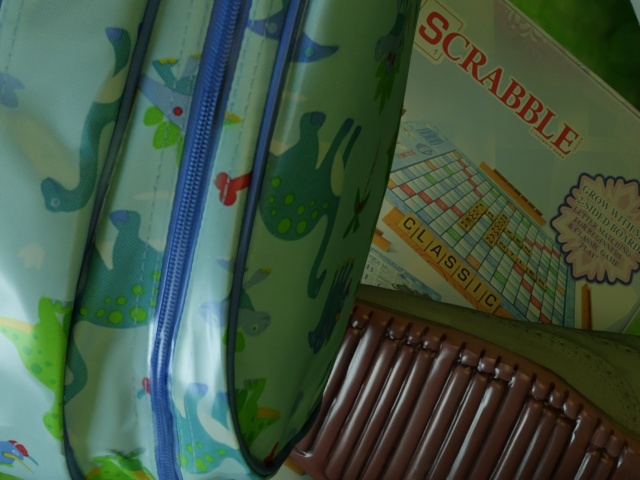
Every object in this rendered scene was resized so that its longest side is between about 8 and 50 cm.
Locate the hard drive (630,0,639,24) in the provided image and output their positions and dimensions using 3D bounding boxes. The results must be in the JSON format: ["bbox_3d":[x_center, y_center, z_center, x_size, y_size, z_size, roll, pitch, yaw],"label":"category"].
[{"bbox_3d":[0.279,-0.074,0.871,0.210,0.040,0.318,-27,97,-38],"label":"hard drive"}]

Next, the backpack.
[{"bbox_3d":[-0.072,-0.076,0.612,0.273,0.290,0.355,30,96,1],"label":"backpack"}]

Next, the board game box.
[{"bbox_3d":[0.000,0.000,0.811,0.319,0.066,0.318,39,79,-12],"label":"board game box"}]

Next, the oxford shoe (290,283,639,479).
[{"bbox_3d":[0.127,0.097,0.771,0.348,0.130,0.123,25,123,-4],"label":"oxford shoe"}]
